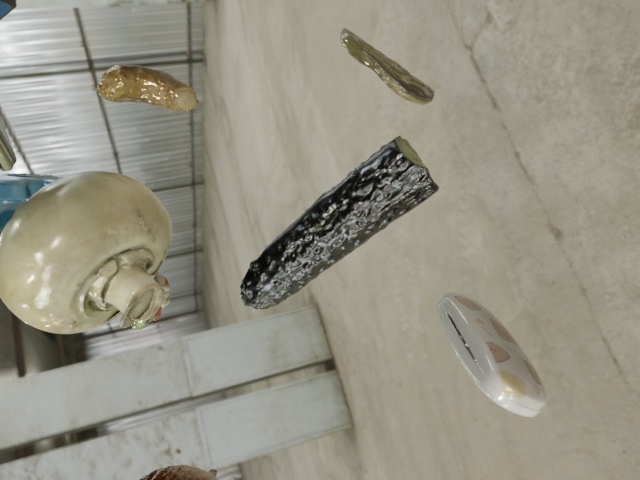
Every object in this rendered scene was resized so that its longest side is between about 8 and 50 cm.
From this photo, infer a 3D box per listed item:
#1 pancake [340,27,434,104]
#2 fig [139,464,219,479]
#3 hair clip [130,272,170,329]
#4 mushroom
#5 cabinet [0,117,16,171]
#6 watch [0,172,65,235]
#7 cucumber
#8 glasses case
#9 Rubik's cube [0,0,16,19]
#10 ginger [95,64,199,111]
[{"bbox_3d":[0.168,-0.438,1.386,0.049,0.294,0.295,-53,41,23],"label":"pancake"},{"bbox_3d":[-0.140,0.287,0.546,0.153,0.119,0.119,91,161,-65],"label":"fig"},{"bbox_3d":[-0.393,0.086,1.150,0.321,0.091,0.139,24,107,50],"label":"hair clip"},{"bbox_3d":[-0.304,0.032,0.747,0.202,0.246,0.246,40,153,10],"label":"mushroom"},{"bbox_3d":[-0.429,-0.160,0.335,0.290,0.317,0.228,55,159,28],"label":"cabinet"},{"bbox_3d":[-0.538,-0.028,1.029,0.211,0.210,0.194,-149,63,-67],"label":"watch"},{"bbox_3d":[-0.001,0.000,0.590,0.300,0.072,0.072,-39,58,30],"label":"cucumber"},{"bbox_3d":[0.157,0.101,0.517,0.041,0.063,0.164,-59,17,19],"label":"glasses case"},{"bbox_3d":[-0.637,-0.379,0.690,0.294,0.288,0.283,51,-175,-4],"label":"Rubik's cube"},{"bbox_3d":[-0.329,-0.291,1.046,0.069,0.190,0.096,118,151,-52],"label":"ginger"}]
